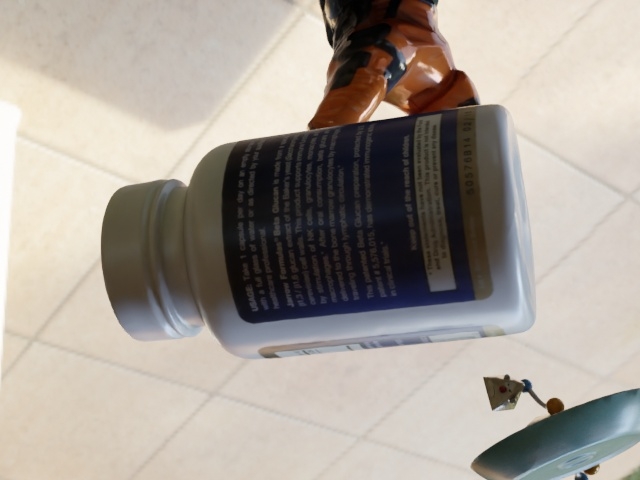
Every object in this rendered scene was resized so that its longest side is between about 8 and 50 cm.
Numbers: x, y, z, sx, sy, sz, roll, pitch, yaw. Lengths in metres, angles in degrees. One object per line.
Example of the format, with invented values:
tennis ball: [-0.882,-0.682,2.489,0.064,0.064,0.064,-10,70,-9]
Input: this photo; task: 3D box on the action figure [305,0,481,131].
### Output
action figure: [0.009,-0.159,0.760,0.341,0.330,0.178,13,159,-37]

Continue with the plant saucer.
plant saucer: [0.148,0.122,0.657,0.119,0.021,0.119,-17,157,-8]

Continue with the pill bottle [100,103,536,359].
pill bottle: [0.000,0.000,0.465,0.169,0.094,0.094,-7,138,13]

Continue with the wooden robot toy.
wooden robot toy: [0.202,0.169,0.885,0.079,0.173,0.076,-31,-179,43]
